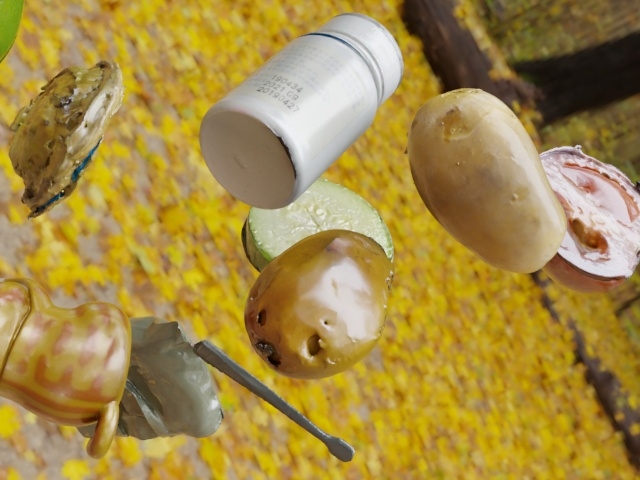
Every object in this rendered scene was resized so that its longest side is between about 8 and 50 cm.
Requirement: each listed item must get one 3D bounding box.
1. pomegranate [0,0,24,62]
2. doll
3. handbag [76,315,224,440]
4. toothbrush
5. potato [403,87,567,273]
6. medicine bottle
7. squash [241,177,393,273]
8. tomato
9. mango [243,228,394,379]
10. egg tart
[{"bbox_3d":[-0.450,-0.223,1.332,0.358,0.310,0.216,67,14,14],"label":"pomegranate"},{"bbox_3d":[-0.360,0.137,1.490,0.270,0.166,0.162,21,32,-7],"label":"doll"},{"bbox_3d":[-0.316,0.220,1.976,0.109,0.316,0.253,-68,146,-46],"label":"handbag"},{"bbox_3d":[-0.070,0.240,1.831,0.297,0.030,0.030,34,4,10],"label":"toothbrush"},{"bbox_3d":[0.188,-0.063,1.395,0.233,0.146,0.150,62,14,-8],"label":"potato"},{"bbox_3d":[-0.015,-0.157,1.414,0.258,0.143,0.143,-45,111,-40],"label":"medicine bottle"},{"bbox_3d":[0.001,-0.004,1.706,0.041,0.219,0.219,110,-24,-44],"label":"squash"},{"bbox_3d":[0.339,-0.018,1.642,0.199,0.112,0.228,45,46,8],"label":"tomato"},{"bbox_3d":[0.009,0.063,1.343,0.156,0.151,0.249,24,23,16],"label":"mango"},{"bbox_3d":[-0.417,-0.172,1.906,0.107,0.291,0.290,31,28,-24],"label":"egg tart"}]
